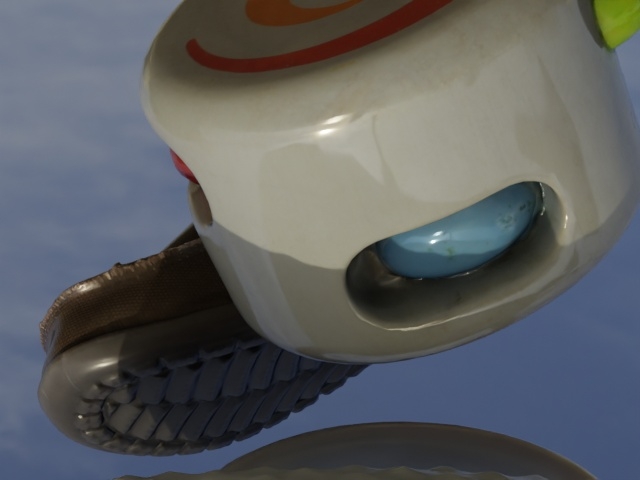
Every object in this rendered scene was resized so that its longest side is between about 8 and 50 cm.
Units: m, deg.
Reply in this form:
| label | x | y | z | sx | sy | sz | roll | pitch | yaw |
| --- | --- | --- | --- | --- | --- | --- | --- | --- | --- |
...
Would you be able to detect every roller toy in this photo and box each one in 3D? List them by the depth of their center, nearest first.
| label | x | y | z | sx | sy | sz | roll | pitch | yaw |
| --- | --- | --- | --- | --- | --- | --- | --- | --- | --- |
| roller toy | 0.031 | -0.046 | 0.814 | 0.209 | 0.146 | 0.191 | 4 | -142 | 41 |

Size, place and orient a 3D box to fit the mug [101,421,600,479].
| label | x | y | z | sx | sy | sz | roll | pitch | yaw |
| --- | --- | --- | --- | --- | --- | --- | --- | --- | --- |
| mug | 0.039 | 0.194 | 0.761 | 0.328 | 0.276 | 0.374 | -4 | -150 | 0 |

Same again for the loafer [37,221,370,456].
| label | x | y | z | sx | sy | sz | roll | pitch | yaw |
| --- | --- | --- | --- | --- | --- | --- | --- | --- | --- |
| loafer | 0.000 | 0.000 | 1.020 | 0.366 | 0.134 | 0.130 | -20 | -114 | -33 |
